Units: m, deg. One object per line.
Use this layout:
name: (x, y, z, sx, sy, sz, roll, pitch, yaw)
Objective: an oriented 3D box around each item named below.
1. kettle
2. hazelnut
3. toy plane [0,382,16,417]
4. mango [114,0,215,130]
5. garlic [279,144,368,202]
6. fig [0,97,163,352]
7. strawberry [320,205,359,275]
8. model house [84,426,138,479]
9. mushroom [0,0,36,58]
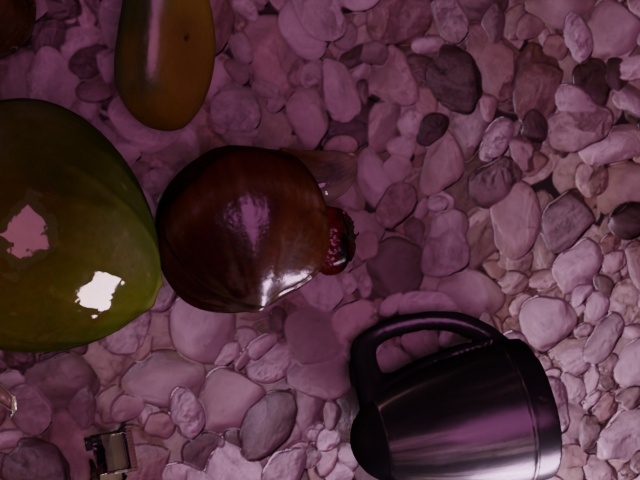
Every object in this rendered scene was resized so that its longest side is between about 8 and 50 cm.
kettle: (0.171, 0.243, 1.538, 0.271, 0.207, 0.251, -12, 106, -9)
hazelnut: (-0.106, -0.009, 1.404, 0.229, 0.229, 0.230, -2, 96, -18)
toy plane: (-0.494, 0.159, 1.365, 0.228, 0.092, 0.244, 2, 98, -4)
mango: (-0.193, -0.257, 1.403, 0.137, 0.091, 0.238, -5, 112, -47)
garlic: (0.001, -0.089, 1.513, 0.152, 0.066, 0.084, -2, 94, -16)
fig: (-0.324, -0.003, 1.306, 0.316, 0.316, 0.316, -2, 96, -18)
strawberry: (0.000, -0.001, 1.512, 0.106, 0.106, 0.106, -2, 96, -18)
model house: (-0.276, 0.297, 1.473, 0.058, 0.057, 0.083, -4, 77, -44)
mushroom: (-0.432, -0.291, 1.344, 0.170, 0.080, 0.135, 10, 82, -22)
